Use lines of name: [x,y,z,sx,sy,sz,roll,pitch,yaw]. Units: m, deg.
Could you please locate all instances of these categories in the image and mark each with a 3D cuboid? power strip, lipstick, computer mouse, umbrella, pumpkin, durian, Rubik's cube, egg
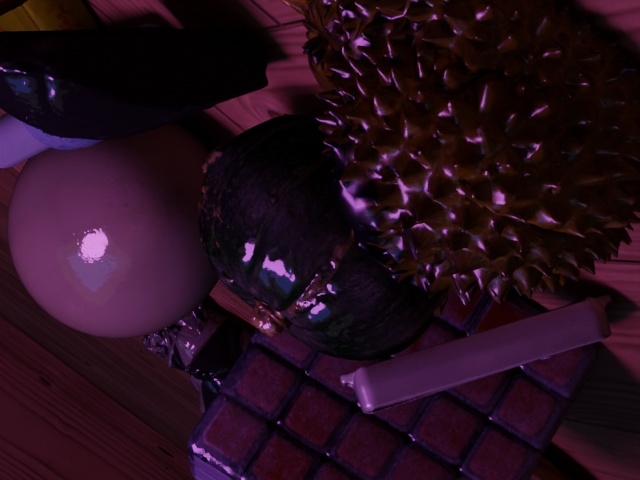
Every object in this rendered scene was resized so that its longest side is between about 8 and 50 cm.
power strip: [0.108,0.079,1.316,0.081,0.192,0.035,90,163,-84]
lipstick: [-0.200,-0.096,1.459,0.068,0.061,0.274,15,157,-37]
computer mouse: [-0.135,-0.103,1.247,0.217,0.073,0.122,-9,-166,-44]
umbrella: [-0.043,0.175,2.121,0.357,0.106,0.113,29,162,19]
pumpkin: [0.001,0.001,1.327,0.190,0.146,0.190,55,175,7]
durian: [0.059,-0.056,1.015,0.237,0.138,0.193,30,166,22]
Rubik's cube: [0.051,0.141,1.508,0.238,0.237,0.237,33,168,6]
egg: [-0.162,-0.016,1.574,0.186,0.186,0.241,35,155,-5]

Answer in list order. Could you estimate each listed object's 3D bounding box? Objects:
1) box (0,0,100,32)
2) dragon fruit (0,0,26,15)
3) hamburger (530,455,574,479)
box: [-0.320,-0.233,1.494,0.335,0.047,0.187,29,165,25]
dragon fruit: [-0.266,-0.231,1.166,0.330,0.302,0.240,11,125,24]
hamburger: [0.134,0.245,1.874,0.259,0.144,0.283,46,167,-28]
